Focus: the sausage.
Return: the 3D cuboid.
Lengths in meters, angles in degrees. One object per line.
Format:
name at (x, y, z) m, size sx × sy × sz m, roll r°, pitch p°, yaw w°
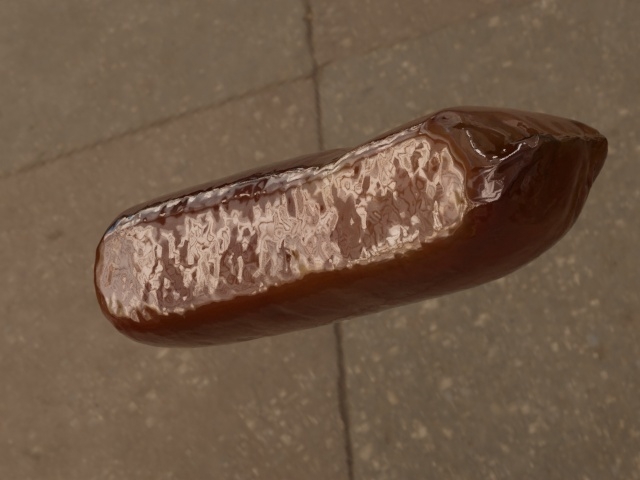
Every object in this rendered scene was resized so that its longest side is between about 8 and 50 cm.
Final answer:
sausage at (0.000, 0.000, 0.572) m, size 0.300 × 0.089 × 0.083 m, roll -14°, pitch 73°, yaw 45°
